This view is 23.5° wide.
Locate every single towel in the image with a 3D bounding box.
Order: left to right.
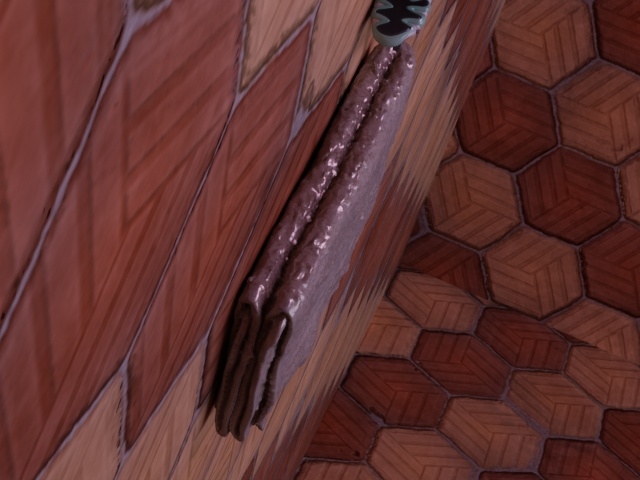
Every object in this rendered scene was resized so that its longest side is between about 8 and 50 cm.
[{"bbox_3d":[0.000,0.000,1.123,0.187,0.049,0.282,107,7,-54],"label":"towel"}]

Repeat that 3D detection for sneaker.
[{"bbox_3d":[0.056,-0.153,1.076,0.069,0.038,0.098,106,9,-52],"label":"sneaker"}]
